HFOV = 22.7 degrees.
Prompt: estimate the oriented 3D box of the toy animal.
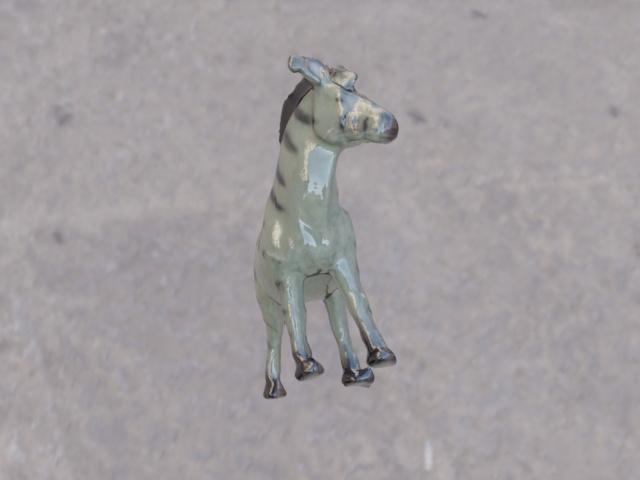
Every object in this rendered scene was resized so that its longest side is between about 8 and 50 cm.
[{"bbox_3d":[-0.005,0.000,0.962,0.073,0.217,0.176,-5,77,-12],"label":"toy animal"}]
